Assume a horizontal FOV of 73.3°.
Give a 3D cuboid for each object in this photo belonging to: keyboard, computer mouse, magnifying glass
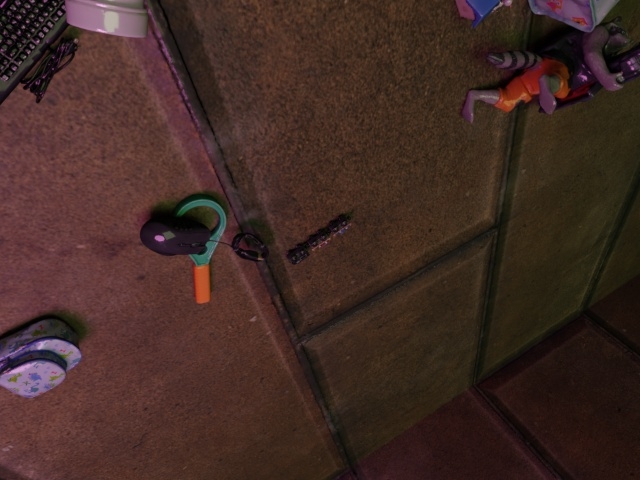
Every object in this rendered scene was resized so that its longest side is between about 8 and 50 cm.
[{"bbox_3d":[-0.326,-0.227,0.479,0.192,0.038,0.100,-45,137,7],"label":"keyboard"},{"bbox_3d":[-0.186,0.009,0.737,0.242,0.041,0.071,12,115,-40],"label":"computer mouse"},{"bbox_3d":[-0.215,0.022,0.772,0.092,0.026,0.230,-12,131,-27],"label":"magnifying glass"}]

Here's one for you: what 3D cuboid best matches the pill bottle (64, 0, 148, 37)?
[{"bbox_3d":[-0.212,-0.313,0.424,0.108,0.108,0.193,-6,123,-31],"label":"pill bottle"}]

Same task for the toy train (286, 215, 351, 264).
[{"bbox_3d":[0.000,0.000,0.900,0.158,0.027,0.036,-35,141,-5],"label":"toy train"}]

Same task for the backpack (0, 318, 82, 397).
[{"bbox_3d":[-0.458,0.193,0.702,0.114,0.084,0.105,-32,139,-12],"label":"backpack"}]

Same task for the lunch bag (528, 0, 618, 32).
[{"bbox_3d":[0.439,-0.515,0.682,0.223,0.160,0.262,-51,142,13],"label":"lunch bag"}]

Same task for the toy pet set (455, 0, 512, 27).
[{"bbox_3d":[0.286,-0.427,0.715,0.114,0.065,0.122,-43,137,3],"label":"toy pet set"}]

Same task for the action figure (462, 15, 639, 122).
[{"bbox_3d":[0.484,-0.343,0.812,0.330,0.341,0.178,-32,98,-19],"label":"action figure"}]
